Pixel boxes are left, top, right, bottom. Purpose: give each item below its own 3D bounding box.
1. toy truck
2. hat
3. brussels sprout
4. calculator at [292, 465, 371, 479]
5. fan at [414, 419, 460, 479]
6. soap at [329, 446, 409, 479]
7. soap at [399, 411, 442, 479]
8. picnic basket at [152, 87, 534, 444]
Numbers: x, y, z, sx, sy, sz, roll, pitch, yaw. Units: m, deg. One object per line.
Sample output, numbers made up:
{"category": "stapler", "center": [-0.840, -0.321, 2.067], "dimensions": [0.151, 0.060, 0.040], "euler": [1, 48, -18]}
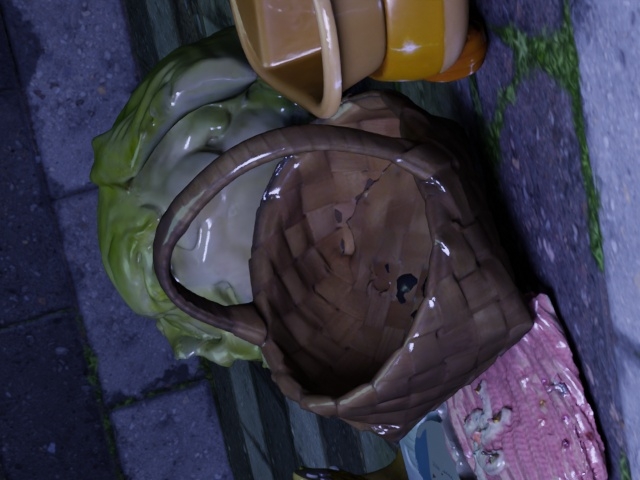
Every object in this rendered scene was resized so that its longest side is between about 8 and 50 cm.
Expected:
{"category": "toy truck", "center": [0.035, -0.249, 1.680], "dimensions": [0.288, 0.212, 0.204], "euler": [-129, 27, -51]}
{"category": "hat", "center": [0.202, 0.210, 1.757], "dimensions": [0.286, 0.107, 0.237], "euler": [67, 150, 16]}
{"category": "brussels sprout", "center": [-0.126, -0.065, 2.274], "dimensions": [0.361, 0.342, 0.425], "euler": [-148, 53, -61]}
{"category": "calculator", "center": [0.075, 0.318, 2.174], "dimensions": [0.157, 0.236, 0.033], "euler": [8, -80, -63]}
{"category": "fan", "center": [0.148, 0.236, 2.061], "dimensions": [0.113, 0.005, 0.175], "euler": [42, 140, 36]}
{"category": "soap", "center": [0.128, 0.468, 2.301], "dimensions": [0.335, 0.156, 0.293], "euler": [-127, 26, -59]}
{"category": "soap", "center": [0.131, 0.214, 2.169], "dimensions": [0.119, 0.066, 0.198], "euler": [-149, 44, -74]}
{"category": "picnic basket", "center": [0.000, 0.000, 1.724], "dimensions": [0.293, 0.337, 0.337], "euler": [-45, 53, 31]}
